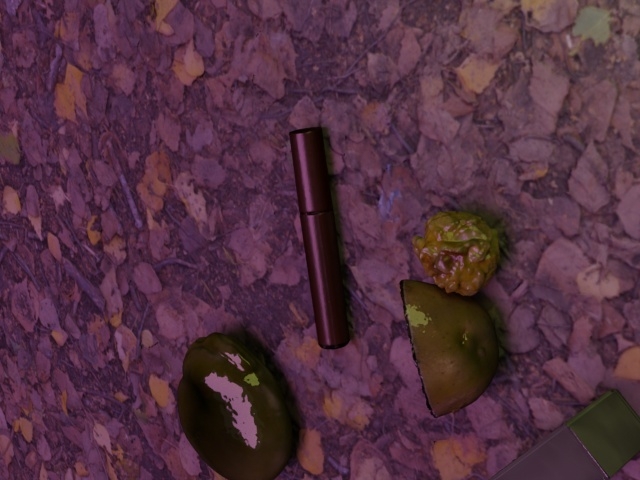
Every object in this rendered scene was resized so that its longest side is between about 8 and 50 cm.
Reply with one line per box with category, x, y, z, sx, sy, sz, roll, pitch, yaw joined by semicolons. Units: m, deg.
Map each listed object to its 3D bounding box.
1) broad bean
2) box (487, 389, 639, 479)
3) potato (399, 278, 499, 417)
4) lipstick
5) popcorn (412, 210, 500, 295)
broad bean;-0.160;0.305;1.855;0.238;0.119;0.291;-18;95;37
box;0.318;0.306;1.384;0.086;0.129;0.225;53;133;15
potato;0.190;0.142;1.452;0.117;0.182;0.202;-14;86;13
lipstick;0.000;0.000;1.630;0.057;0.057;0.356;6;110;43
popcorn;0.191;0.014;1.410;0.106;0.116;0.120;135;131;-56
